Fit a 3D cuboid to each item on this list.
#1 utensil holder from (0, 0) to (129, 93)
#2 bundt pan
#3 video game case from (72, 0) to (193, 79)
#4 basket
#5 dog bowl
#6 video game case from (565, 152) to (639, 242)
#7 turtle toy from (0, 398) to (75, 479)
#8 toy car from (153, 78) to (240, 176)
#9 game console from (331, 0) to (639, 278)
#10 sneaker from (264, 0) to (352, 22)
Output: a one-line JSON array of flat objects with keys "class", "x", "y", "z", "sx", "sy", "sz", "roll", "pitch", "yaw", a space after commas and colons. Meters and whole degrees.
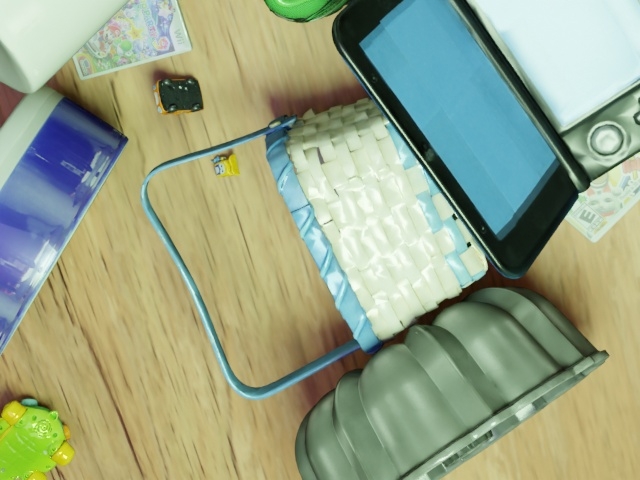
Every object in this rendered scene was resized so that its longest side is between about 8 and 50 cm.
[{"class": "utensil holder", "x": -0.205, "y": -0.353, "z": 1.029, "sx": 0.327, "sy": 0.327, "sz": 0.385, "roll": 42, "pitch": 79, "yaw": -10}, {"class": "bundt pan", "x": 0.112, "y": 0.156, "z": 1.286, "sx": 0.331, "sy": 0.331, "sz": 0.124, "roll": -38, "pitch": 77, "yaw": 17}, {"class": "video game case", "x": -0.198, "y": -0.218, "z": 1.322, "sx": 0.122, "sy": 0.011, "sz": 0.087, "roll": -14, "pitch": 108, "yaw": 10}, {"class": "basket", "x": 0.000, "y": 0.000, "z": 1.279, "sx": 0.289, "sy": 0.201, "sz": 0.255, "roll": -23, "pitch": 105, "yaw": 3}, {"class": "dog bowl", "x": -0.294, "y": -0.014, "z": 1.271, "sx": 0.104, "sy": 0.265, "sz": 0.265, "roll": 31, "pitch": 110, "yaw": -10}, {"class": "video game case", "x": 0.275, "y": -0.141, "z": 1.298, "sx": 0.206, "sy": 0.026, "sz": 0.227, "roll": 40, "pitch": 109, "yaw": -9}, {"class": "turtle toy", "x": -0.334, "y": 0.229, "z": 1.470, "sx": 0.095, "sy": 0.066, "sz": 0.130, "roll": 43, "pitch": 109, "yaw": -11}, {"class": "toy car", "x": -0.134, "y": -0.109, "z": 1.335, "sx": 0.040, "sy": 0.060, "sz": 0.122, "roll": -14, "pitch": 104, "yaw": 44}, {"class": "game console", "x": 0.195, "y": -0.161, "z": 1.192, "sx": 0.250, "sy": 0.173, "sz": 0.293, "roll": -33, "pitch": 104, "yaw": 17}, {"class": "sneaker", "x": 0.046, "y": -0.345, "z": 1.181, "sx": 0.134, "sy": 0.146, "sz": 0.344, "roll": 22, "pitch": 109, "yaw": -3}]
